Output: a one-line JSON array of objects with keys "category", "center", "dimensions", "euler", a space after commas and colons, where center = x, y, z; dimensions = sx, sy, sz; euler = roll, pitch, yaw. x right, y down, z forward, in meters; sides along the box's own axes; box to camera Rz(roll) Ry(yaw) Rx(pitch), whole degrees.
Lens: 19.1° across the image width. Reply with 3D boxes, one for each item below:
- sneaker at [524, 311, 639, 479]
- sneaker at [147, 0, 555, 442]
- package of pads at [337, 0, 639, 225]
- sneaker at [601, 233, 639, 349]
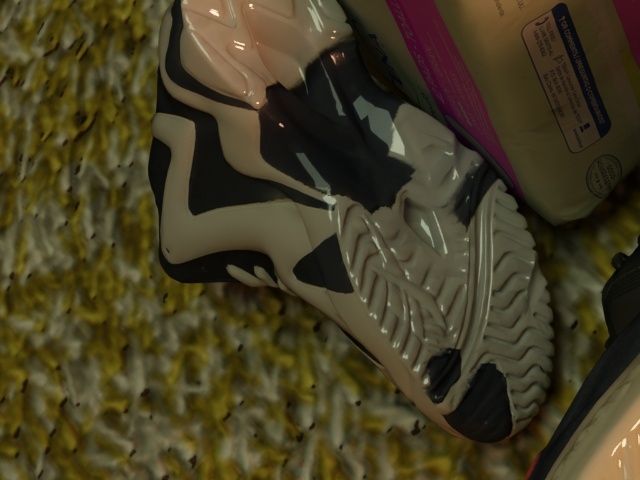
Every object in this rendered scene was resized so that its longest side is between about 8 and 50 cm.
[{"category": "sneaker", "center": [0.180, 0.015, 0.600], "dimensions": [0.350, 0.148, 0.131], "euler": [-40, 85, -14]}, {"category": "sneaker", "center": [0.000, 0.000, 0.845], "dimensions": [0.094, 0.153, 0.235], "euler": [-40, 87, -27]}, {"category": "package of pads", "center": [0.025, -0.159, 0.812], "dimensions": [0.101, 0.229, 0.296], "euler": [-42, 54, -6]}, {"category": "sneaker", "center": [0.160, 0.000, 0.730], "dimensions": [0.106, 0.101, 0.267], "euler": [-3, 65, 32]}]
